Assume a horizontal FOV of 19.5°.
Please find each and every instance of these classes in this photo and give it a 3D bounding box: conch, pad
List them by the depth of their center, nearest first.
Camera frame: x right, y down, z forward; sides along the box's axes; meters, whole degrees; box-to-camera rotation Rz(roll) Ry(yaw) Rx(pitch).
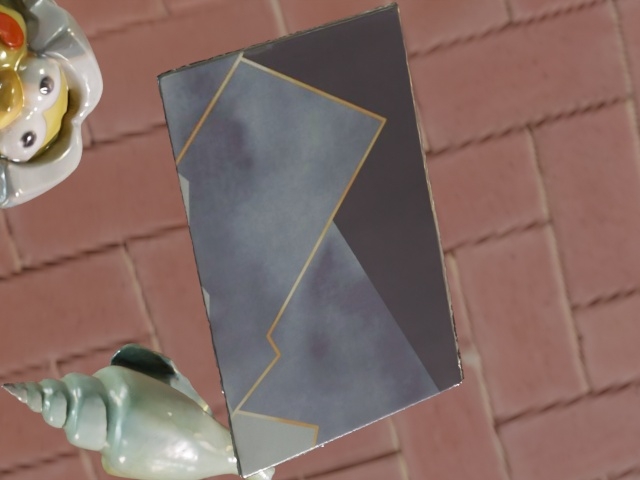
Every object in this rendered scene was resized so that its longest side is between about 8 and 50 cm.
[{"bbox_3d":[0.000,0.000,1.062,0.164,0.004,0.243,-21,111,-28],"label":"pad"},{"bbox_3d":[-0.110,0.108,1.120,0.180,0.088,0.065,21,104,-28],"label":"conch"}]

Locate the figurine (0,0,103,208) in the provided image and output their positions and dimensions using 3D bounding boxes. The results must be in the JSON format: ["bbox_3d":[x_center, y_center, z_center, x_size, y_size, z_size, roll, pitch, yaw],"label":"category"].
[{"bbox_3d":[-0.250,-0.115,1.161,0.236,0.133,0.176,19,94,-42],"label":"figurine"}]
